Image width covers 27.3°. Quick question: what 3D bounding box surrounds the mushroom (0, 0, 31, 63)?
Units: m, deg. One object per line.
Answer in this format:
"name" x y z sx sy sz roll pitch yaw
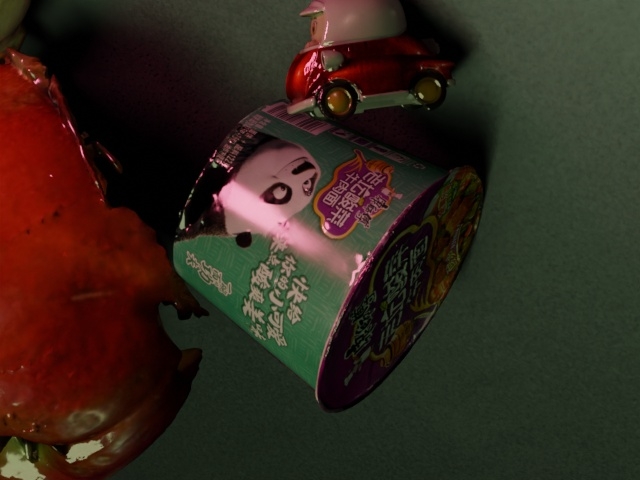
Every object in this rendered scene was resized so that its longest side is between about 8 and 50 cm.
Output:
"mushroom" -0.303 -0.285 1.232 0.100 0.081 0.312 35 141 2

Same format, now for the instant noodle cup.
"instant noodle cup" 0.000 0.000 1.179 0.190 0.251 0.251 32 143 21

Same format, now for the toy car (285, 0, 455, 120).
"toy car" 0.037 -0.158 1.089 0.112 0.139 0.112 -152 54 -80

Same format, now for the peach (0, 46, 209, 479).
"peach" -0.287 0.024 1.297 0.353 0.416 0.339 5 154 2
